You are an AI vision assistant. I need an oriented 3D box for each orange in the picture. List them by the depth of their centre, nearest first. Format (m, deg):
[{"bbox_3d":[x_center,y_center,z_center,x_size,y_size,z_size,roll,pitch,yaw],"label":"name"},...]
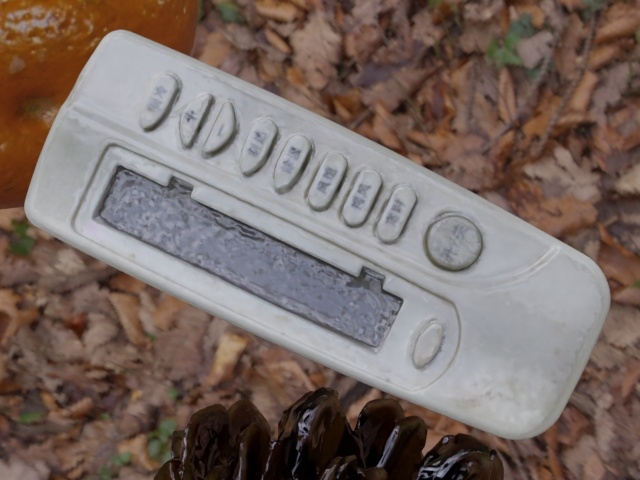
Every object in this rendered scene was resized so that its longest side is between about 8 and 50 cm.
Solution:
[{"bbox_3d":[-0.338,-0.230,1.155,0.424,0.424,0.326,-36,58,10],"label":"orange"}]

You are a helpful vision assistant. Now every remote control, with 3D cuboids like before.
[{"bbox_3d":[0.000,0.000,0.474,0.230,0.049,0.090,26,92,2],"label":"remote control"}]

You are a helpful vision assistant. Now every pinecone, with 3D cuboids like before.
[{"bbox_3d":[0.017,0.227,0.758,0.296,0.298,0.242,-9,22,48],"label":"pinecone"}]
